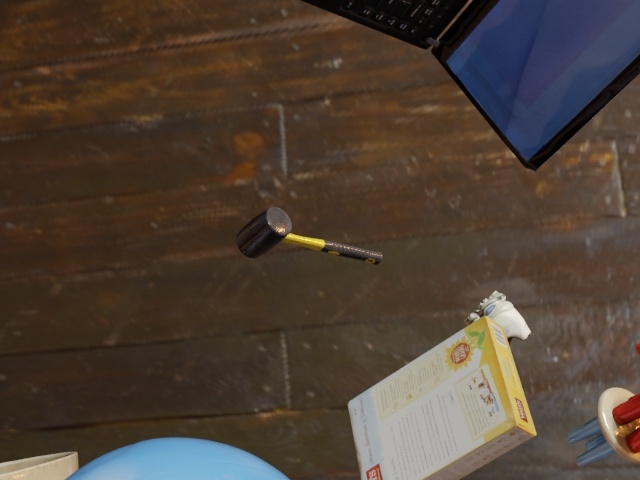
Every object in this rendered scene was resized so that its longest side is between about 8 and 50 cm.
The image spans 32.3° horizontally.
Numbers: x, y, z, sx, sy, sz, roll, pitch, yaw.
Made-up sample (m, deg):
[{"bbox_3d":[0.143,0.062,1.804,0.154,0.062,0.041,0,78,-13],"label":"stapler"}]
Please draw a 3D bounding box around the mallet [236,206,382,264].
[{"bbox_3d":[0.000,0.000,1.241,0.062,0.189,0.039,-43,49,46],"label":"mallet"}]

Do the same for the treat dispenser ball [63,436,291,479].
[{"bbox_3d":[-0.119,0.306,0.898,0.288,0.288,0.288,-4,73,12],"label":"treat dispenser ball"}]

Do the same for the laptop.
[{"bbox_3d":[0.135,-0.208,0.924,0.234,0.264,0.136,-48,37,40],"label":"laptop"}]

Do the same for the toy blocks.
[{"bbox_3d":[0.231,0.087,0.728,0.054,0.148,0.123,42,43,-8],"label":"toy blocks"}]

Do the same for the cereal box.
[{"bbox_3d":[0.146,0.225,1.399,0.240,0.047,0.173,-36,41,26],"label":"cereal box"}]

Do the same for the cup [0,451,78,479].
[{"bbox_3d":[-0.456,0.421,1.414,0.331,0.331,0.237,-13,84,9],"label":"cup"}]

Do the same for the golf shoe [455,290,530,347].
[{"bbox_3d":[0.215,0.155,1.516,0.086,0.069,0.176,44,126,10],"label":"golf shoe"}]
